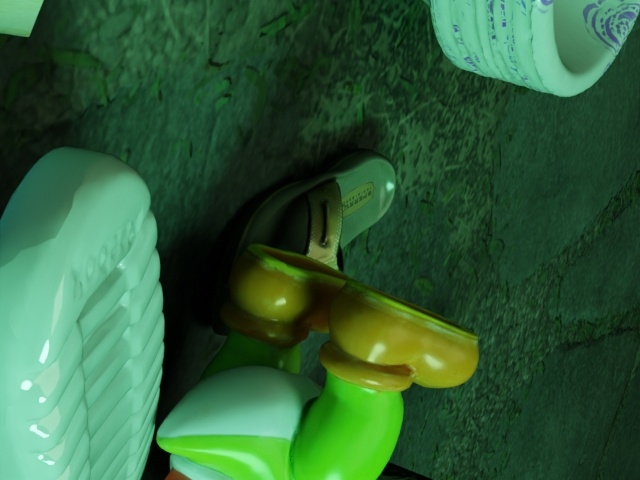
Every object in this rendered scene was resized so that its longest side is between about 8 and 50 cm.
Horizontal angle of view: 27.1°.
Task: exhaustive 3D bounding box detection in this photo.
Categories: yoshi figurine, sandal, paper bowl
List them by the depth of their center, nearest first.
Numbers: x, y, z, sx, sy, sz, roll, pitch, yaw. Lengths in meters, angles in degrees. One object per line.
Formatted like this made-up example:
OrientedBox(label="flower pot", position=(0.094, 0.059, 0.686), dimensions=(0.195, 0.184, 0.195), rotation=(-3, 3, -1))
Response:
OrientedBox(label="sandal", position=(-0.155, 0.104, 0.702), dimensions=(0.169, 0.102, 0.416), rotation=(-63, 170, -47))
OrientedBox(label="yoshi figurine", position=(-0.022, 0.201, 0.856), dimensions=(0.203, 0.203, 0.362), rotation=(-179, -69, -90))
OrientedBox(label="sandal", position=(0.000, 0.000, 0.961), dimensions=(0.219, 0.060, 0.090), rotation=(-32, 135, -46))
OrientedBox(label="paper bowl", position=(0.162, -0.261, 0.994), dimensions=(0.284, 0.148, 0.284), rotation=(-41, 141, -45))

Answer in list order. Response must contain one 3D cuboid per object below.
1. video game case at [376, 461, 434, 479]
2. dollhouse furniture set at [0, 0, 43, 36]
OrientedBox(label="video game case", position=(0.051, 0.235, 1.058), dimensions=(0.232, 0.210, 0.042), rotation=(-5, 112, -62))
OrientedBox(label="dollhouse furniture set", position=(-0.155, -0.205, 0.542), dimensions=(0.101, 0.182, 0.161), rotation=(5, 146, -26))
